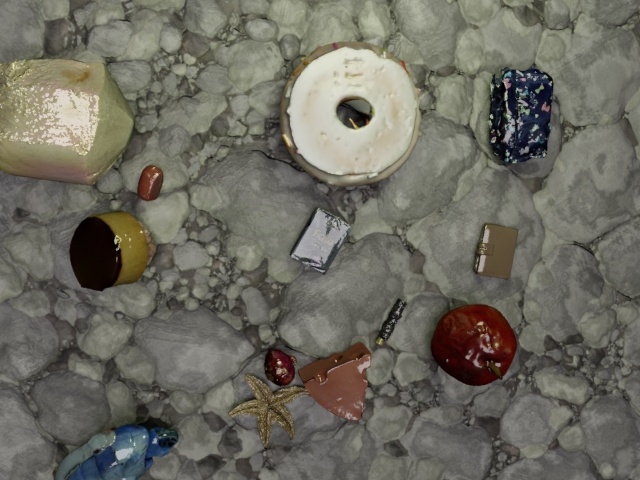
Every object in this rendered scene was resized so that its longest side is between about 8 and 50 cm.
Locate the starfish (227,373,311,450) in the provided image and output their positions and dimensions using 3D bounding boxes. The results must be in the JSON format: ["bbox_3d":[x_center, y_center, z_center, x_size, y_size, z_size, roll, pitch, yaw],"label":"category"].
[{"bbox_3d":[-0.137,0.469,1.934,0.241,0.043,0.227,-17,104,-11],"label":"starfish"}]

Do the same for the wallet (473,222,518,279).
[{"bbox_3d":[0.504,0.031,1.986,0.118,0.039,0.152,11,93,-14],"label":"wallet"}]

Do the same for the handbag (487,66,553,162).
[{"bbox_3d":[0.544,-0.344,1.896,0.162,0.113,0.260,-3,99,-15],"label":"handbag"}]

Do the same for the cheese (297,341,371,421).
[{"bbox_3d":[0.031,0.385,1.908,0.177,0.128,0.202,7,99,-12],"label":"cheese"}]

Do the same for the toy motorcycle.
[{"bbox_3d":[-0.535,0.584,1.773,0.319,0.241,0.182,-37,84,9],"label":"toy motorcycle"}]

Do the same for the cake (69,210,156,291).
[{"bbox_3d":[-0.506,0.025,1.743,0.185,0.178,0.207,40,110,25],"label":"cake"}]

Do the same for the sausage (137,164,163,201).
[{"bbox_3d":[-0.434,-0.146,1.770,0.059,0.054,0.094,9,102,-52],"label":"sausage"}]

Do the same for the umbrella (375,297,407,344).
[{"bbox_3d":[0.201,0.232,1.962,0.037,0.040,0.143,26,95,-22],"label":"umbrella"}]

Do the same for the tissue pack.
[{"bbox_3d":[0.000,0.000,1.880,0.112,0.051,0.156,29,93,-12],"label":"tissue pack"}]

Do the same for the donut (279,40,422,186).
[{"bbox_3d":[0.074,-0.328,1.794,0.383,0.142,0.382,-2,100,-11],"label":"donut"}]

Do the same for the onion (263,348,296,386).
[{"bbox_3d":[-0.109,0.346,1.887,0.097,0.107,0.107,-24,103,0],"label":"onion"}]

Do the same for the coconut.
[{"bbox_3d":[-0.591,-0.280,1.604,0.310,0.297,0.297,2,99,-11],"label":"coconut"}]

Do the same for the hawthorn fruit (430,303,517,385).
[{"bbox_3d":[0.445,0.305,1.910,0.230,0.266,0.210,-44,122,2],"label":"hawthorn fruit"}]
